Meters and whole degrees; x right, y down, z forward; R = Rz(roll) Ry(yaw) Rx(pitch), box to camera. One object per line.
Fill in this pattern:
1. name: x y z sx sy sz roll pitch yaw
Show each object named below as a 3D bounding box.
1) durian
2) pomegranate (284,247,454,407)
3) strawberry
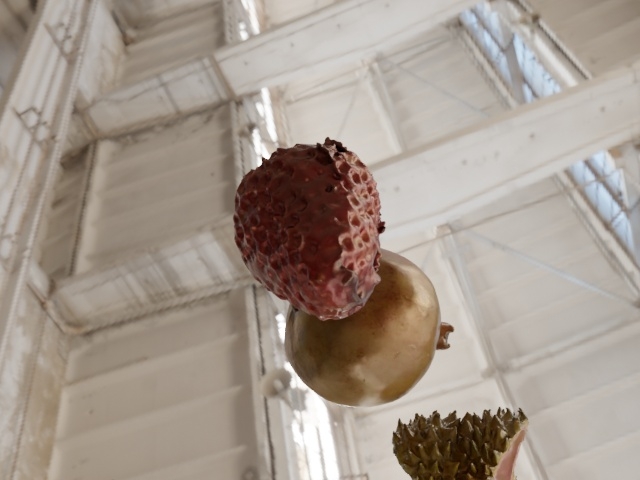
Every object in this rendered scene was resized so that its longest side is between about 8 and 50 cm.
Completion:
1. durian: 0.210 0.335 1.283 0.195 0.186 0.305 22 -166 28
2. pomegranate: 0.083 0.137 1.279 0.229 0.270 0.252 175 -72 -71
3. strawberry: 0.000 0.000 0.982 0.205 0.205 0.244 -26 -151 0
